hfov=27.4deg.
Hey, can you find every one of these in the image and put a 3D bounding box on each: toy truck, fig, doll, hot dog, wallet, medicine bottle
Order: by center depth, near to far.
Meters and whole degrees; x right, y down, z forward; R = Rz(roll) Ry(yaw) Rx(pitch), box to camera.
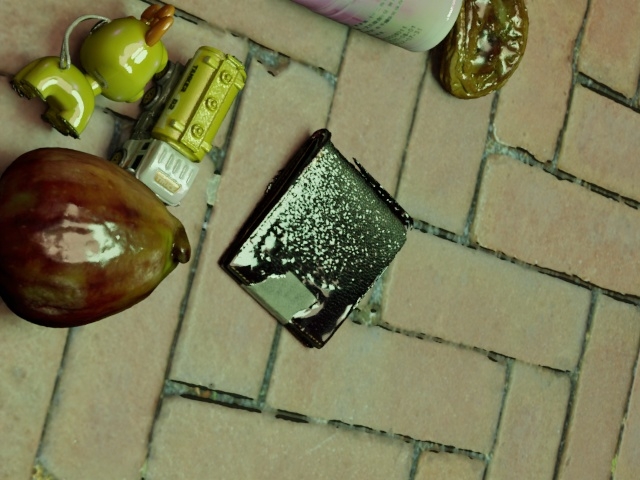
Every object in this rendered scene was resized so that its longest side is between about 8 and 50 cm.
[{"bbox_3d":[-0.302,0.001,1.637,0.263,0.224,0.224,13,84,-49],"label":"fig"},{"bbox_3d":[-0.278,-0.234,1.697,0.221,0.143,0.135,-44,115,-15],"label":"doll"},{"bbox_3d":[-0.190,-0.153,1.767,0.098,0.114,0.227,37,71,-32],"label":"toy truck"},{"bbox_3d":[0.069,-0.384,1.929,0.254,0.152,0.152,17,82,-36],"label":"medicine bottle"},{"bbox_3d":[0.000,0.000,1.950,0.221,0.071,0.262,46,73,-30],"label":"wallet"},{"bbox_3d":[0.253,-0.341,2.106,0.160,0.099,0.226,-4,91,-37],"label":"hot dog"}]
